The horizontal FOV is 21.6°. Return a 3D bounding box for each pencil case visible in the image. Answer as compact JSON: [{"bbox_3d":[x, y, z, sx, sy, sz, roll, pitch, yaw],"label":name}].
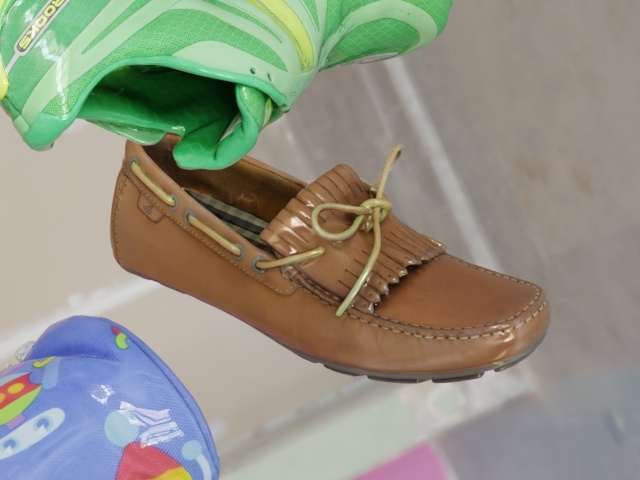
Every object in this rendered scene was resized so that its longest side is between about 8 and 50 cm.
[{"bbox_3d":[-0.195,0.143,0.775,0.133,0.306,0.119,42,150,33],"label":"pencil case"}]

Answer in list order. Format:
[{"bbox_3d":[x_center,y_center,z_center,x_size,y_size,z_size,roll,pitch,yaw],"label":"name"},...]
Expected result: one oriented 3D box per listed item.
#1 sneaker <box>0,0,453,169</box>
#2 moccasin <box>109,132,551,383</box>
[{"bbox_3d":[-0.050,-0.095,0.864,0.109,0.295,0.123,-41,67,49],"label":"sneaker"},{"bbox_3d":[0.002,-0.001,1.289,0.380,0.139,0.147,24,124,33],"label":"moccasin"}]
